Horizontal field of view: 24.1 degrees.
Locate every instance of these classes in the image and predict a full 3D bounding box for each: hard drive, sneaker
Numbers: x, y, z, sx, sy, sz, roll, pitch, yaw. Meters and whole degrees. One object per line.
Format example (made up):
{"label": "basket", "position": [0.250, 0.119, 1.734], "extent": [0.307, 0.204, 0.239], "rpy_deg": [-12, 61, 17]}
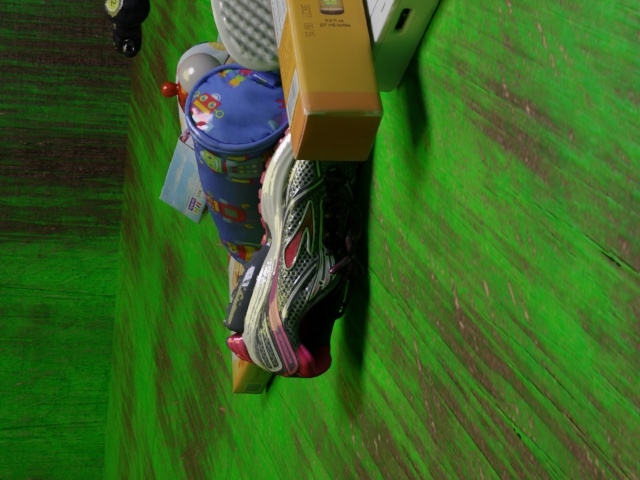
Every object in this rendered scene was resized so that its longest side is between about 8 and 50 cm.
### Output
{"label": "hard drive", "position": [0.065, -0.357, 1.470], "extent": [0.233, 0.047, 0.353], "rpy_deg": [115, 154, -59]}
{"label": "sneaker", "position": [0.000, 0.000, 1.589], "extent": [0.112, 0.121, 0.299], "rpy_deg": [20, 99, 39]}
{"label": "sneaker", "position": [-0.043, -0.355, 1.619], "extent": [0.150, 0.135, 0.365], "rpy_deg": [78, -162, -87]}

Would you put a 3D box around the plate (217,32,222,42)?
{"label": "plate", "position": [-0.143, -0.258, 2.364], "extent": [0.188, 0.024, 0.188], "rpy_deg": [-178, 90, -76]}

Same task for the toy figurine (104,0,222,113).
{"label": "toy figurine", "position": [-0.164, -0.296, 2.006], "extent": [0.213, 0.209, 0.148], "rpy_deg": [44, 166, 5]}

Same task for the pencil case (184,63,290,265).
{"label": "pencil case", "position": [-0.072, -0.083, 1.707], "extent": [0.133, 0.119, 0.306], "rpy_deg": [-55, -18, -20]}

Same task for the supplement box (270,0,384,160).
{"label": "supplement box", "position": [0.002, -0.190, 1.448], "extent": [0.080, 0.078, 0.233], "rpy_deg": [107, 159, -56]}

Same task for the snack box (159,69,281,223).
{"label": "snack box", "position": [-0.110, -0.144, 1.900], "extent": [0.207, 0.070, 0.174], "rpy_deg": [-56, -2, -26]}

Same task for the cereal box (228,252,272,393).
{"label": "cereal box", "position": [-0.088, 0.066, 2.030], "extent": [0.173, 0.047, 0.240], "rpy_deg": [115, 153, -58]}

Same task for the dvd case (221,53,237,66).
{"label": "dvd case", "position": [-0.056, -0.295, 1.782], "extent": [0.221, 0.018, 0.164], "rpy_deg": [-52, 12, 44]}

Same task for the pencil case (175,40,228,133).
{"label": "pencil case", "position": [-0.135, -0.167, 2.129], "extent": [0.273, 0.124, 0.113], "rpy_deg": [-100, -9, -46]}
